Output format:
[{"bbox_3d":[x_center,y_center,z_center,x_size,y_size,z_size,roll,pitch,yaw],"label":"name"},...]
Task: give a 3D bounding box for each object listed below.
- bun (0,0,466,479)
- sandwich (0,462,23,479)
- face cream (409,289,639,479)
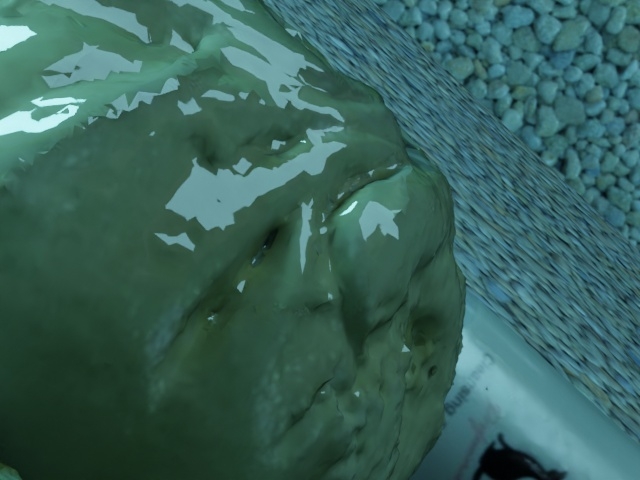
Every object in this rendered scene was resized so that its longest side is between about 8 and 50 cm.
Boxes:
[{"bbox_3d":[-0.076,-0.021,0.839,0.359,0.211,0.360,36,9,-7],"label":"bun"},{"bbox_3d":[-0.124,0.115,0.608,0.090,0.088,0.244,47,14,29],"label":"sandwich"},{"bbox_3d":[0.163,0.195,1.067,0.369,0.145,0.145,41,14,-6],"label":"face cream"}]
